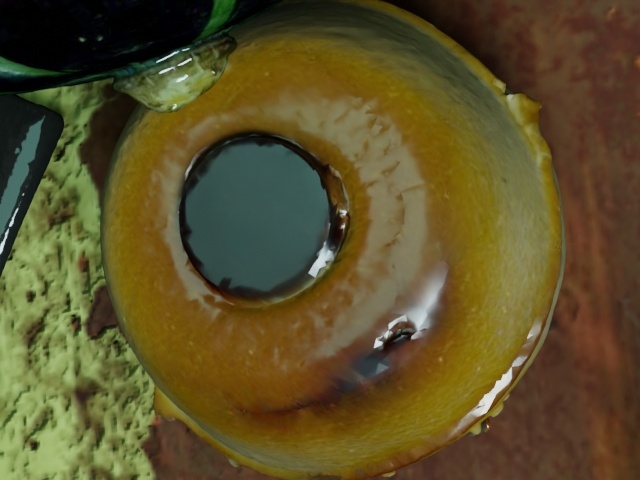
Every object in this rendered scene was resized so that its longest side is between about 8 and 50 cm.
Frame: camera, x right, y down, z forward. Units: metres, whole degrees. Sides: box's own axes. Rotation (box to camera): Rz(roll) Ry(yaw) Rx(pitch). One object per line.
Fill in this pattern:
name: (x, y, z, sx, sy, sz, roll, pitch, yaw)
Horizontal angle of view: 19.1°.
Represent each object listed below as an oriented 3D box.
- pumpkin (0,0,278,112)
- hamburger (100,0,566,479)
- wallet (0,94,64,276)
pumpkin: (-0.096, -0.168, 0.774, 0.315, 0.315, 0.238, -17, 100, 24)
hamburger: (0.004, -0.001, 0.871, 0.237, 0.147, 0.237, -1, 86, 23)
wallet: (-0.232, 0.024, 1.055, 0.124, 0.025, 0.244, 23, 92, 28)
